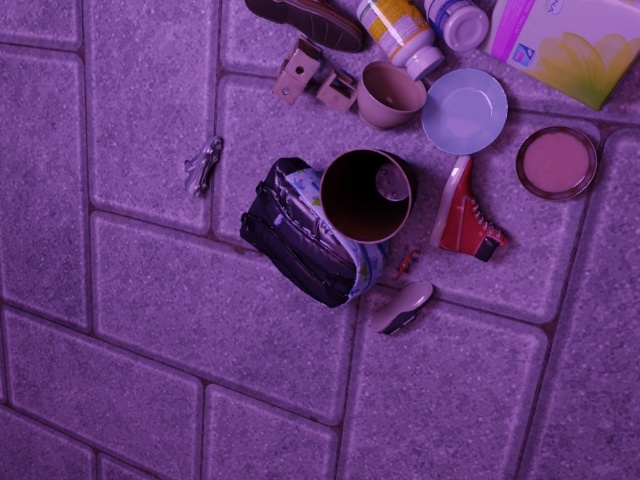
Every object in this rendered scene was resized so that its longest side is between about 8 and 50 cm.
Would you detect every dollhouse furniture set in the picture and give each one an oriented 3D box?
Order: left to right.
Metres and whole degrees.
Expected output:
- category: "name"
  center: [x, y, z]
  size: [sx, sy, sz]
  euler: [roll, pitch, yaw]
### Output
- category: "dollhouse furniture set"
  center: [-0.011, -0.395, 1.425]
  size: [0.184, 0.129, 0.129]
  euler: [30, 120, -18]

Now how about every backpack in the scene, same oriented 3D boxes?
- category: "backpack"
  center: [0.000, 0.000, 1.451]
  size: [0.355, 0.274, 0.290]
  euler: [51, 129, 28]

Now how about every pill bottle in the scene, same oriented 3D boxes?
- category: "pill bottle"
  center: [0.187, -0.471, 1.289]
  size: [0.118, 0.118, 0.208]
  euler: [-38, 86, 29]
- category: "pill bottle"
  center: [0.283, -0.481, 1.211]
  size: [0.094, 0.169, 0.094]
  euler: [-8, 133, -9]

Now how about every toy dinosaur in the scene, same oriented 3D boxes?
- category: "toy dinosaur"
  center: [0.227, 0.057, 1.452]
  size: [0.047, 0.090, 0.082]
  euler: [23, 146, 2]

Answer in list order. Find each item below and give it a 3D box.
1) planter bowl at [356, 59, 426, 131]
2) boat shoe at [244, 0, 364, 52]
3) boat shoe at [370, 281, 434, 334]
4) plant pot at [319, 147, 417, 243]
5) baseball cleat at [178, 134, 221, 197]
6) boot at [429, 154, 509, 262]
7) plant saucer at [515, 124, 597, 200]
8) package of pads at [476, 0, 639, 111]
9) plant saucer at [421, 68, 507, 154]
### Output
- category: "planter bowl"
  center: [0.153, -0.328, 1.337]
  size: [0.162, 0.162, 0.109]
  euler: [43, 144, 9]
- category: "boat shoe"
  center: [-0.025, -0.563, 1.365]
  size: [0.308, 0.110, 0.104]
  euler: [25, 72, -2]
- category: "boat shoe"
  center: [0.227, 0.183, 1.502]
  size: [0.065, 0.075, 0.206]
  euler: [32, 119, -34]
- category: "plant pot"
  center: [0.142, -0.123, 1.345]
  size: [0.216, 0.230, 0.215]
  euler: [7, 107, 24]
- category: "baseball cleat"
  center: [-0.362, -0.228, 1.650]
  size: [0.109, 0.072, 0.205]
  euler: [35, 113, 20]
- category: "boot"
  center: [0.372, -0.073, 1.336]
  size: [0.176, 0.088, 0.244]
  euler: [18, 118, 19]
- category: "plant saucer"
  center: [0.523, -0.173, 1.262]
  size: [0.169, 0.029, 0.168]
  euler: [7, 107, 23]
- category: "package of pads"
  center: [0.489, -0.425, 1.116]
  size: [0.297, 0.101, 0.229]
  euler: [33, 147, 13]
- category: "plant saucer"
  center: [0.331, -0.294, 1.304]
  size: [0.195, 0.037, 0.194]
  euler: [1, 93, 24]
